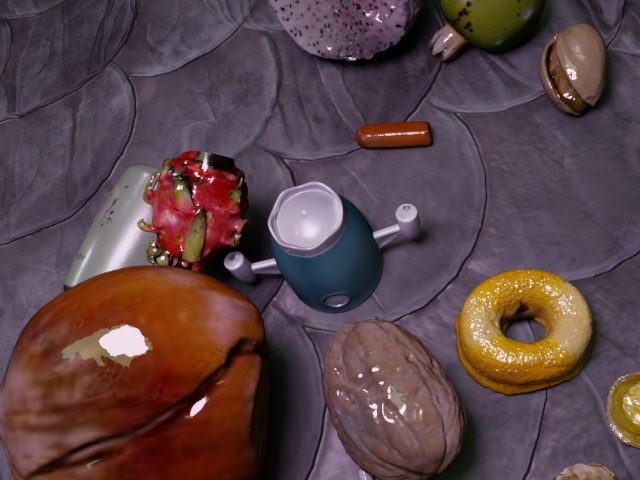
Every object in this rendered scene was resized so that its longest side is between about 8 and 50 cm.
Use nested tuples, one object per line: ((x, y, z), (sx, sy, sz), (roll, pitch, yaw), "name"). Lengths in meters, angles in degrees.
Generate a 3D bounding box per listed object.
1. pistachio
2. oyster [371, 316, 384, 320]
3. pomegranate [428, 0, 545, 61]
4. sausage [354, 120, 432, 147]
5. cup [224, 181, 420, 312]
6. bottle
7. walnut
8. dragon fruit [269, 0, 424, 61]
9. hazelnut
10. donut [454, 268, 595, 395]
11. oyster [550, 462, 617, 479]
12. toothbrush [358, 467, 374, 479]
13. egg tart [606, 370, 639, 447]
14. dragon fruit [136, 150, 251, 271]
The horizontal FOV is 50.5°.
((0.402, -0.272, 1.076), (0.113, 0.113, 0.149), (-5, 78, 15), "pistachio")
((0.115, 0.137, 0.971), (0.038, 0.080, 0.083), (-32, 93, -26), "oyster")
((0.269, -0.388, 1.147), (0.210, 0.180, 0.180), (-49, 56, 22), "pomegranate")
((0.122, -0.177, 1.144), (0.131, 0.039, 0.041), (0, 66, 16), "sausage")
((0.000, 0.000, 1.014), (0.299, 0.173, 0.167), (-16, 59, 9), "cup")
((-0.321, 0.056, 1.092), (0.168, 0.168, 0.347), (20, 74, 25), "bottle")
((0.086, 0.204, 0.884), (0.178, 0.178, 0.230), (-30, 65, 0), "walnut")
((0.077, -0.457, 1.221), (0.283, 0.204, 0.221), (-17, 28, 34), "dragon fruit")
((-0.225, 0.205, 0.888), (0.315, 0.372, 0.372), (0, 56, 59), "hazelnut")
((0.275, 0.118, 0.925), (0.190, 0.074, 0.174), (0, 64, 17), "donut")
((0.262, 0.403, 0.780), (0.166, 0.094, 0.294), (3, 71, 9), "oyster")
((0.109, 0.421, 0.852), (0.026, 0.024, 0.288), (-34, 59, 14), "toothbrush")
((0.412, 0.211, 0.856), (0.105, 0.039, 0.105), (-8, 61, 15), "egg tart")
((-0.184, -0.039, 0.988), (0.160, 0.166, 0.172), (10, 89, 23), "dragon fruit")
